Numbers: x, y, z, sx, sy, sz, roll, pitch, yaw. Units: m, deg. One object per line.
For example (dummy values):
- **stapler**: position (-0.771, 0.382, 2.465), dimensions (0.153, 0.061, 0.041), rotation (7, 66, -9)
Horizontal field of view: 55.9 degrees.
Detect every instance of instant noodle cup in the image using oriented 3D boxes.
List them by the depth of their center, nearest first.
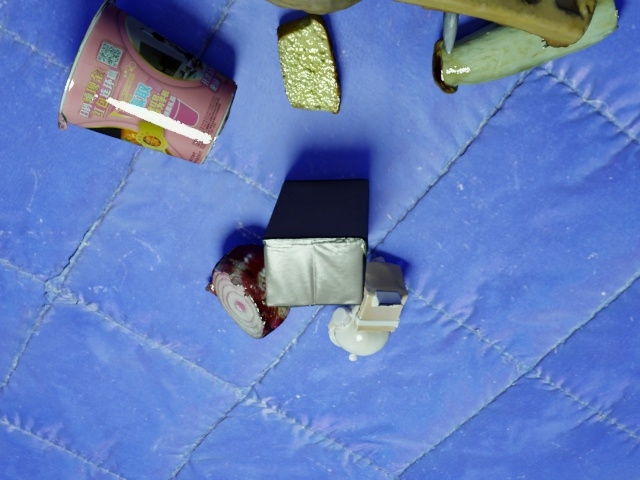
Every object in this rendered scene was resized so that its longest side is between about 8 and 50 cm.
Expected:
- **instant noodle cup**: position (-0.290, -0.257, 1.052), dimensions (0.255, 0.244, 0.244), rotation (24, 118, -17)

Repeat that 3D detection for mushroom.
- **mushroom**: position (0.341, -0.339, 1.028), dimensions (0.312, 0.081, 0.100), rotation (-17, 117, 11)

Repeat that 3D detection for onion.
- **onion**: position (-0.158, 0.097, 1.284), dimensions (0.218, 0.140, 0.195), rotation (1, 131, 49)

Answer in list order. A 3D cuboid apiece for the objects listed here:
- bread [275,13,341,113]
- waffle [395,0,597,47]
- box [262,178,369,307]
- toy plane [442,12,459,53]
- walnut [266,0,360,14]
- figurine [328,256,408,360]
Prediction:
- **bread**: position (-0.020, -0.307, 1.084), dimensions (0.103, 0.065, 0.187), rotation (-8, 120, 2)
- **waffle**: position (0.282, -0.466, 0.885), dimensions (0.348, 0.077, 0.304), rotation (8, 101, -15)
- **box**: position (0.000, 0.000, 1.140), dimensions (0.188, 0.252, 0.153), rotation (0, 120, 3)
- **toy plane**: position (0.213, -0.432, 0.962), dimensions (0.212, 0.088, 0.267), rotation (3, 100, 4)
- **walnut**: position (0.020, -0.426, 0.920), dimensions (0.238, 0.204, 0.141), rotation (-34, 71, 5)
- **figurine**: position (0.098, 0.158, 1.297), dimensions (0.163, 0.141, 0.236), rotation (-1, 132, -20)
